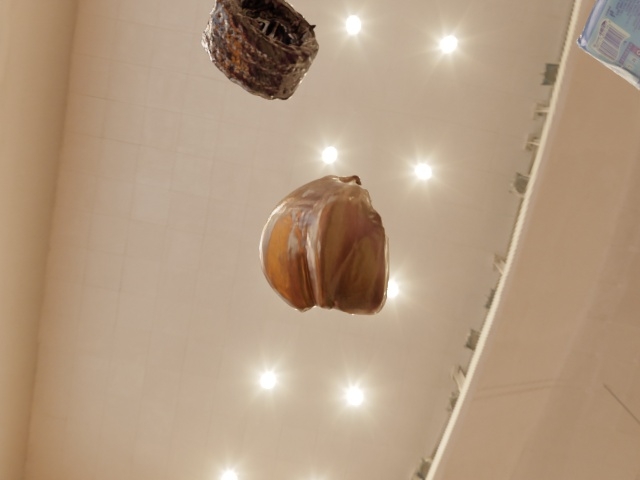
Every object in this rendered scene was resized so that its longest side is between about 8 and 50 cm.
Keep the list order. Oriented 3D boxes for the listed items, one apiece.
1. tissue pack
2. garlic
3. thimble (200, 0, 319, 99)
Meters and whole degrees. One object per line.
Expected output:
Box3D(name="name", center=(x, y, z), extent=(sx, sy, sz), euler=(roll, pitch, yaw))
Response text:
Box3D(name="tissue pack", center=(0.519, -0.349, 0.968), extent=(0.146, 0.263, 0.198), euler=(-37, -112, -18))
Box3D(name="garlic", center=(0.000, 0.000, 1.048), extent=(0.217, 0.110, 0.227), euler=(-4, -104, 29))
Box3D(name="thimble", center=(-0.056, -0.190, 0.655), extent=(0.104, 0.095, 0.066), euler=(36, -48, -2))
